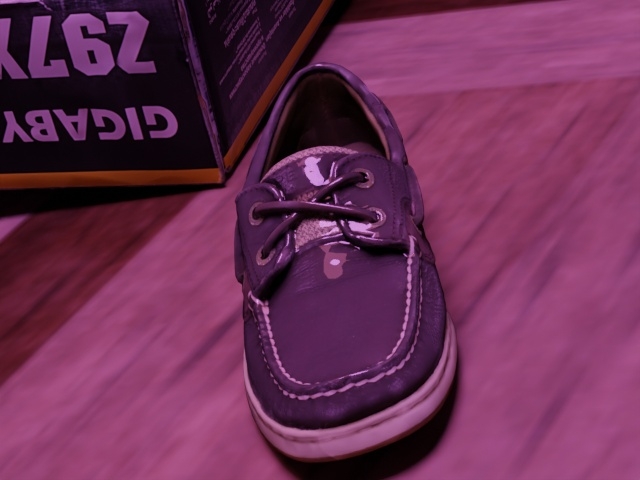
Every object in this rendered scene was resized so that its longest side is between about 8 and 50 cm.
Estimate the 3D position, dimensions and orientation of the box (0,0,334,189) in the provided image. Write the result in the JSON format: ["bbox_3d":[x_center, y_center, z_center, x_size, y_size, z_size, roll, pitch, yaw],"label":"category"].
[{"bbox_3d":[-0.110,-0.132,0.708,0.257,0.079,0.322,0,34,19],"label":"box"}]

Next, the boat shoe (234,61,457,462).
[{"bbox_3d":[0.000,0.000,0.443,0.056,0.049,0.152,-18,25,4],"label":"boat shoe"}]
